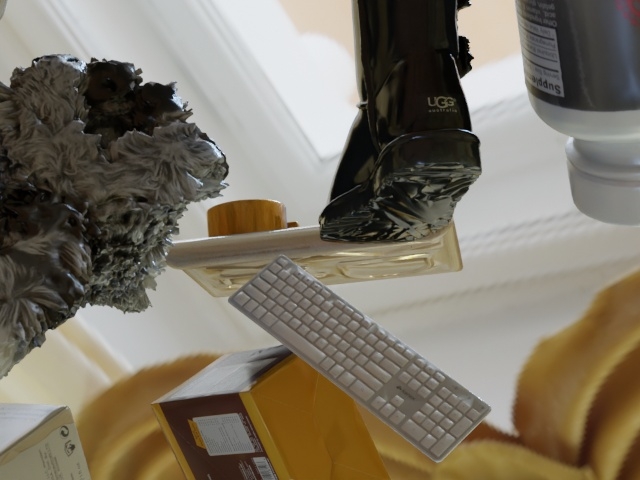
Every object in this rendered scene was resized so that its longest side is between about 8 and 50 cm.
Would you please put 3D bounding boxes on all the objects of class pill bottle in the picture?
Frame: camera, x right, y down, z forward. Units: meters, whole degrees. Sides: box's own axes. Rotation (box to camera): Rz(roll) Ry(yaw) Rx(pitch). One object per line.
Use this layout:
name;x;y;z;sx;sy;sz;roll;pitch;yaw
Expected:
pill bottle;0.230;-0.179;1.102;0.176;0.319;0.176;-10;-154;5

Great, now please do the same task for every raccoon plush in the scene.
raccoon plush;-0.274;0.028;1.373;0.446;0.216;0.299;-45;168;-45

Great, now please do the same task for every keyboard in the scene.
keyboard;0.031;0.100;1.325;0.256;0.014;0.072;35;-124;28

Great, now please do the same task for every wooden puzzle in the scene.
wooden puzzle;0.000;0.000;1.763;0.322;0.081;0.348;-6;172;6

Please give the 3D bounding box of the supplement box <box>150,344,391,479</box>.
supplement box;-0.058;0.233;1.722;0.129;0.191;0.194;-33;-167;-40

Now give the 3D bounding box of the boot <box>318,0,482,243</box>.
boot;0.057;-0.119;1.140;0.094;0.207;0.246;2;163;-13

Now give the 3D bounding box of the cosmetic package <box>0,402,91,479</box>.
cosmetic package;-0.354;0.256;1.303;0.160;0.113;0.309;-3;-162;31

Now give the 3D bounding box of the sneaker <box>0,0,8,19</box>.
sneaker;-0.443;-0.222;1.398;0.292;0.118;0.110;-18;-110;9
